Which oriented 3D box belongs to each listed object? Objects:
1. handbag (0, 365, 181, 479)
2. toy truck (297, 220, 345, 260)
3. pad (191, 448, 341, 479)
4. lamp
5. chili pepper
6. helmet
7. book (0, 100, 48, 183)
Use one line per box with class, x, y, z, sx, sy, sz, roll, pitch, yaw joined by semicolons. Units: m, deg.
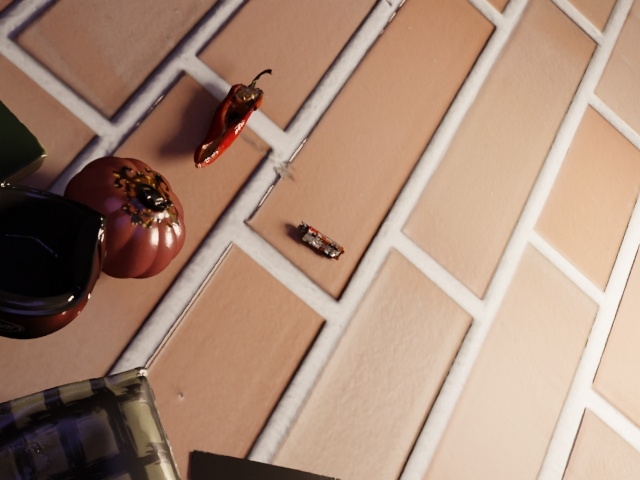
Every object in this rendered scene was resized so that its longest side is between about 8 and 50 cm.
handbag;-0.309;0.334;1.395;0.327;0.162;0.325;-10;67;-32
toy truck;0.000;0.000;1.908;0.083;0.024;0.032;31;27;-21
pad;-0.069;0.382;1.640;0.243;0.004;0.163;17;54;-28
lamp;-0.264;-0.036;1.654;0.182;0.140;0.182;30;38;-28
chili pepper;-0.140;-0.189;1.901;0.059;0.050;0.268;23;50;5
helmet;-0.369;0.022;1.506;0.189;0.193;0.216;18;46;-10
book;-0.573;-0.188;1.591;0.371;0.043;0.260;50;49;1
